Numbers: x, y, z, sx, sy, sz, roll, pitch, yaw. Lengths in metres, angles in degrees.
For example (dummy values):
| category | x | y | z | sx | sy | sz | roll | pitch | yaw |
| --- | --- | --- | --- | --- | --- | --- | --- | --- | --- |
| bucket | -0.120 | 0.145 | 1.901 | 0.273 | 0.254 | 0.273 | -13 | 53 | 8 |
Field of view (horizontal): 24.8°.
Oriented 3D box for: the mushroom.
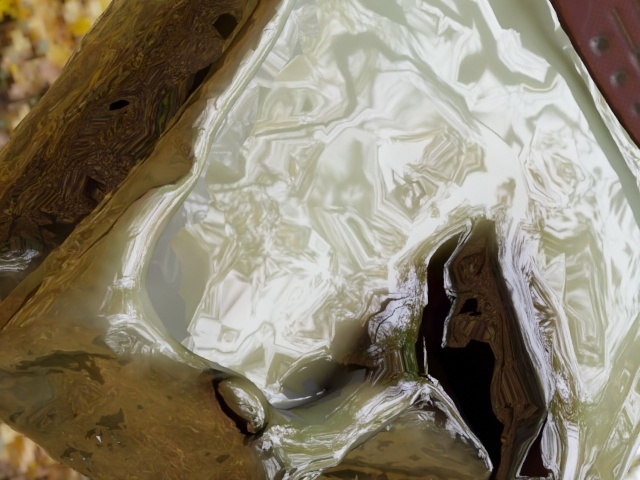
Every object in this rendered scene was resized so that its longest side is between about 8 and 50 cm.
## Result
| category | x | y | z | sx | sy | sz | roll | pitch | yaw |
| --- | --- | --- | --- | --- | --- | --- | --- | --- | --- |
| mushroom | 0.007 | 0.001 | 0.530 | 0.217 | 0.212 | 0.292 | 42 | 43 | -25 |

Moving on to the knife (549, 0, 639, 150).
| category | x | y | z | sx | sy | sz | roll | pitch | yaw |
| --- | --- | --- | --- | --- | --- | --- | --- | --- | --- |
| knife | 0.089 | -0.101 | 0.501 | 0.247 | 0.035 | 0.018 | 62 | 6 | -6 |
